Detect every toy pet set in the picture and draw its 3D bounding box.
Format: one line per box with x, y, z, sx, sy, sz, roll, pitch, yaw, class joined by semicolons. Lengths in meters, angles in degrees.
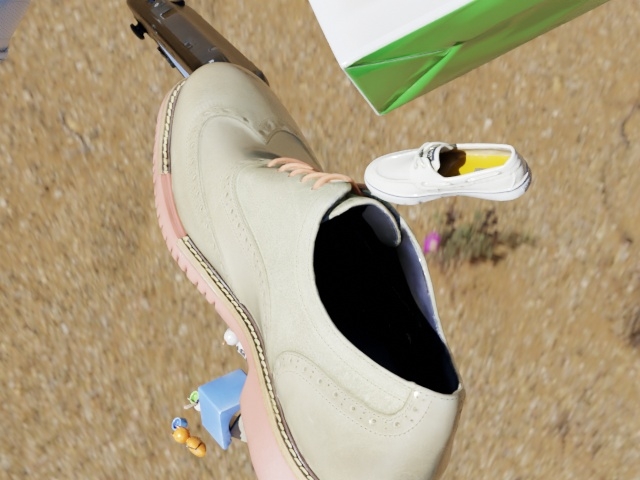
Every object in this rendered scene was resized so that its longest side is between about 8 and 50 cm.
-0.097;0.140;1.297;0.122;0.065;0.114;-57;41;7;toy pet set

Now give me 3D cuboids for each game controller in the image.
-0.102;-0.147;1.414;0.067;0.166;0.319;-32;31;-6;game controller

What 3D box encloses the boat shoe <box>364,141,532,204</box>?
0.068;-0.042;0.824;0.100;0.035;0.035;4;60;28;boat shoe

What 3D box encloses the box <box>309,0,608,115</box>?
0.092;-0.239;0.841;0.262;0.127;0.231;-25;78;8;box

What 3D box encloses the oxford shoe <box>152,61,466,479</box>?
0.000;0.000;0.938;0.140;0.146;0.397;3;44;-33;oxford shoe

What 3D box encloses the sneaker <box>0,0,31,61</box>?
-0.381;-0.154;1.592;0.292;0.108;0.169;-40;75;32;sneaker
